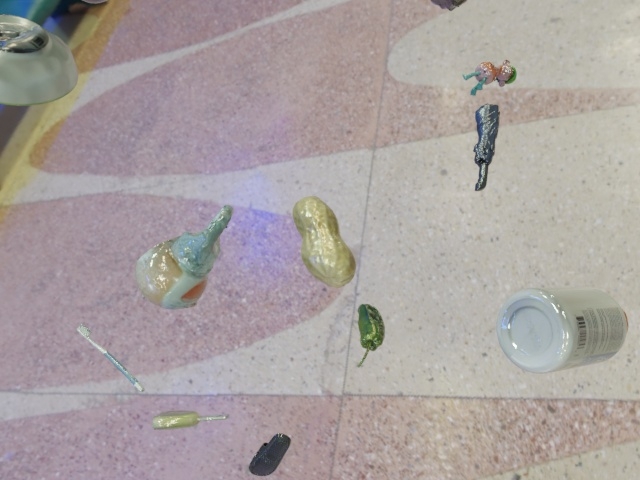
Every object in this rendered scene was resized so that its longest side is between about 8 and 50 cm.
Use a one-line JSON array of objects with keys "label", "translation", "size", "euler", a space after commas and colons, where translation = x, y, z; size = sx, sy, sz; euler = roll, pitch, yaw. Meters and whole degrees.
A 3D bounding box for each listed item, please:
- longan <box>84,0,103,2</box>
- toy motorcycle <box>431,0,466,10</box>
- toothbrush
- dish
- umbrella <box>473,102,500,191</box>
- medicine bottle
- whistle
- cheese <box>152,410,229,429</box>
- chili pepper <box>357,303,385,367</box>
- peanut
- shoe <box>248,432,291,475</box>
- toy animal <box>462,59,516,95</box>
[{"label": "longan", "translation": [-0.622, -0.734, 1.582], "size": [0.167, 0.167, 0.187], "euler": [-39, 71, -6]}, {"label": "toy motorcycle", "translation": [0.055, -0.449, 0.654], "size": [0.169, 0.410, 0.237], "euler": [-43, 50, -4]}, {"label": "toothbrush", "translation": [-0.590, 0.329, 1.651], "size": [0.276, 0.019, 0.025], "euler": [38, 90, 14]}, {"label": "dish", "translation": [-0.799, -0.497, 1.513], "size": [0.325, 0.124, 0.324], "euler": [14, 43, -14]}, {"label": "umbrella", "translation": [0.450, -0.252, 1.602], "size": [0.071, 0.071, 0.248], "euler": [3, 83, 27]}, {"label": "medicine bottle", "translation": [0.489, 0.169, 1.143], "size": [0.157, 0.289, 0.156], "euler": [-5, 84, 51]}, {"label": "whistle", "translation": [-0.314, 0.051, 1.416], "size": [0.348, 0.189, 0.189], "euler": [-40, 45, 22]}, {"label": "cheese", "translation": [-0.336, 0.468, 1.532], "size": [0.192, 0.097, 0.037], "euler": [-4, 86, 3]}, {"label": "chili pepper", "translation": [0.136, 0.242, 1.548], "size": [0.072, 0.073, 0.204], "euler": [12, 34, -8]}, {"label": "peanut", "translation": [0.000, 0.000, 1.445], "size": [0.124, 0.123, 0.256], "euler": [-27, 68, 6]}, {"label": "shoe", "translation": [-0.119, 0.516, 1.434], "size": [0.159, 0.062, 0.053], "euler": [-56, 10, 28]}, {"label": "toy animal", "translation": [0.531, -0.521, 1.853], "size": [0.208, 0.100, 0.103], "euler": [-28, 27, -34]}]
